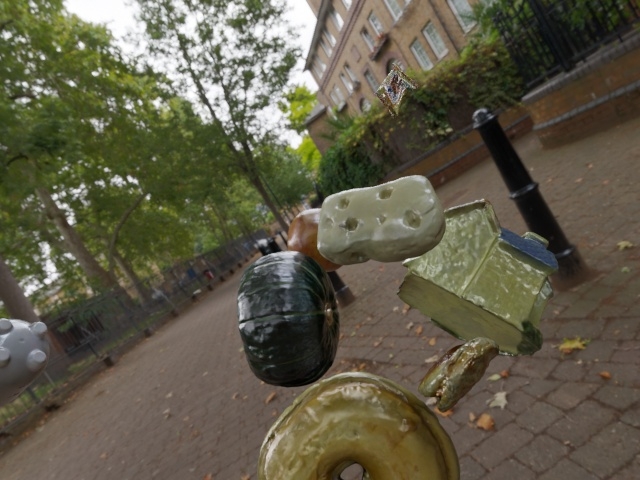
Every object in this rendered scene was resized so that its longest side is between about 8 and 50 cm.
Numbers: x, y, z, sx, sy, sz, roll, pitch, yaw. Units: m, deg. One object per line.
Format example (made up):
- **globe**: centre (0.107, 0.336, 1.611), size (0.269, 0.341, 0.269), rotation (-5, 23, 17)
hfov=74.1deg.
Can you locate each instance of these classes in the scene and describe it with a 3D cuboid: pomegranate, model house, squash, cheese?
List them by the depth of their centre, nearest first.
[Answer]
- **squash**: centre (-0.057, 0.147, 0.794), size (0.165, 0.251, 0.252), rotation (-8, 10, 14)
- **cheese**: centre (0.113, -0.038, 0.837), size (0.263, 0.158, 0.093), rotation (-7, -26, 32)
- **model house**: centre (0.370, 0.077, 0.989), size (0.266, 0.321, 0.261), rotation (-57, -14, -16)
- **pomegranate**: centre (0.000, 0.000, 1.611), size (0.265, 0.264, 0.264), rotation (-31, 4, 2)

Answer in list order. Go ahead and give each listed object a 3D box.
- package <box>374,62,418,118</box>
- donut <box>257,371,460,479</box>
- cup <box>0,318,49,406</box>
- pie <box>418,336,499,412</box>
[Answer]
- **package**: centre (0.215, -0.432, 1.218), size (0.031, 0.107, 0.120), rotation (-18, -22, -34)
- **donut**: centre (0.079, 0.517, 0.936), size (0.449, 0.448, 0.198), rotation (-31, -8, 5)
- **cup**: centre (-0.574, 0.209, 0.737), size (0.142, 0.134, 0.174), rotation (-35, -19, 24)
- **pie**: centre (0.286, 0.270, 0.881), size (0.179, 0.084, 0.205), rotation (-44, -23, -6)
